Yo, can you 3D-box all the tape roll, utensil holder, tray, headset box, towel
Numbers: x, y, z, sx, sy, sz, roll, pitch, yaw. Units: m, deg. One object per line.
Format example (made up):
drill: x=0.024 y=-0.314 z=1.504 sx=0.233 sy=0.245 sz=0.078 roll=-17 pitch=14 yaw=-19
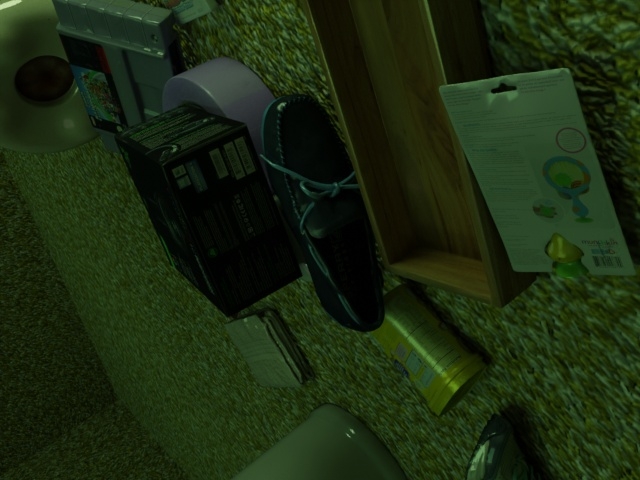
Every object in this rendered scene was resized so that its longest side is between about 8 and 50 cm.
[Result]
tape roll: x=-0.150 y=-0.159 z=1.255 sx=0.275 sy=0.090 sz=0.274 roll=40 pitch=148 yaw=32
utensil holder: x=-0.047 y=0.579 z=1.545 sx=0.328 sy=0.386 sz=0.327 roll=41 pitch=150 yaw=31
tray: x=0.111 y=-0.133 z=0.864 sx=0.203 sy=0.076 sz=0.410 roll=17 pitch=133 yaw=52
headset box: x=-0.177 y=-0.058 z=1.132 sx=0.283 sy=0.131 sz=0.246 roll=30 pitch=144 yaw=57
towel: x=-0.124 y=0.248 z=1.695 sx=0.187 sy=0.049 sz=0.282 roll=59 pitch=154 yaw=-2

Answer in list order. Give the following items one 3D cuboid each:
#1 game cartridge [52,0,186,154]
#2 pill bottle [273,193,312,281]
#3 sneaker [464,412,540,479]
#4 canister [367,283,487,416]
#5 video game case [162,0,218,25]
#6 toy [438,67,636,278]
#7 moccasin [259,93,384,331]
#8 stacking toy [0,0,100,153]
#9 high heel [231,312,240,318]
game cartridge: x=-0.341 y=-0.276 z=1.372 sx=0.230 sy=0.068 sz=0.355 roll=15 pitch=143 yaw=15
pill bottle: x=0.000 y=0.000 z=1.148 sx=0.186 sy=0.112 sz=0.112 roll=62 pitch=153 yaw=-8
sneaker: x=0.290 y=0.362 z=1.092 sx=0.122 sy=0.110 sz=0.283 roll=11 pitch=133 yaw=32
canister: x=0.151 y=0.159 z=1.110 sx=0.170 sy=0.073 sz=0.126 roll=47 pitch=152 yaw=22
video game case: x=-0.229 y=-0.407 z=1.164 sx=0.143 sy=0.019 sz=0.157 roll=57 pitch=160 yaw=-22
toy: x=0.225 y=-0.068 z=0.753 sx=0.137 sy=0.056 sz=0.237 roll=1 pitch=127 yaw=44
moccasin: x=0.028 y=-0.037 z=1.023 sx=0.341 sy=0.138 sz=0.117 roll=67 pitch=164 yaw=-17
stacking toy: x=-0.611 y=-0.442 z=1.560 sx=0.350 sy=0.351 sz=0.479 roll=92 pitch=153 yaw=-48
high heel: x=-0.191 y=0.098 z=1.598 sx=0.117 sy=0.082 sz=0.244 roll=62 pitch=158 yaw=7
